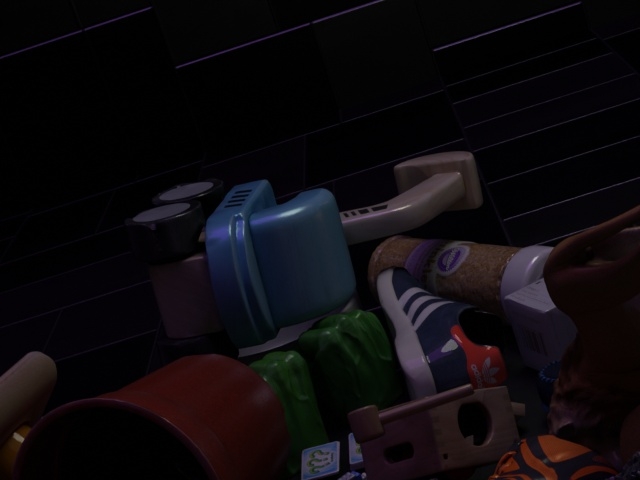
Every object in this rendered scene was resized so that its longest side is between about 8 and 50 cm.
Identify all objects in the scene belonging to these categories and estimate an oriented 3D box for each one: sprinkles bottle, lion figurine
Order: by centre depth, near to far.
[{"bbox_3d":[0.314,0.081,1.556,0.240,0.392,0.142,-12,36,20],"label":"lion figurine"},{"bbox_3d":[0.218,0.061,2.169,0.121,0.121,0.355,-29,19,-31],"label":"sprinkles bottle"}]

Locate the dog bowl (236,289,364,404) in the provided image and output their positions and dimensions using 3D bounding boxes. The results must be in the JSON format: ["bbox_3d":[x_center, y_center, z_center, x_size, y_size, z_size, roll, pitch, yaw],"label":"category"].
[{"bbox_3d":[-0.057,0.158,2.187,0.265,0.104,0.265,-17,17,5],"label":"dog bowl"}]

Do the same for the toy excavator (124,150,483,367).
[{"bbox_3d":[0.000,0.000,2.098,0.445,0.222,0.433,-10,13,10],"label":"toy excavator"}]

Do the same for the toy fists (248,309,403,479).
[{"bbox_3d":[-0.012,0.190,1.973,0.279,0.142,0.096,-31,20,-35],"label":"toy fists"}]

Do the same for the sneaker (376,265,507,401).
[{"bbox_3d":[0.169,0.124,2.032,0.148,0.131,0.350,-17,25,1],"label":"sneaker"}]

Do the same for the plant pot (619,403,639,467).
[{"bbox_3d":[0.426,0.187,1.432,0.254,0.237,0.237,-26,9,37],"label":"plant pot"}]

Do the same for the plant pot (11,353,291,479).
[{"bbox_3d":[-0.174,0.266,1.750,0.272,0.272,0.265,-11,11,24],"label":"plant pot"}]

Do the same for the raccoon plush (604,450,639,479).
[{"bbox_3d":[0.298,0.225,1.306,0.446,0.216,0.299,-50,27,-17],"label":"raccoon plush"}]

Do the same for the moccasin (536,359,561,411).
[{"bbox_3d":[0.409,0.133,1.737,0.342,0.117,0.138,-9,19,30],"label":"moccasin"}]

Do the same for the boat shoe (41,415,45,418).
[{"bbox_3d":[-0.306,0.314,2.013,0.094,0.109,0.302,-10,21,-26],"label":"boat shoe"}]

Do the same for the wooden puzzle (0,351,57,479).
[{"bbox_3d":[-0.414,0.339,1.731,0.080,0.348,0.322,27,31,10],"label":"wooden puzzle"}]

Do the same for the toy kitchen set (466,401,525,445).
[{"bbox_3d":[0.196,0.236,1.813,0.083,0.075,0.068,10,-30,-12],"label":"toy kitchen set"}]

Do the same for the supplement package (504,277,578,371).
[{"bbox_3d":[0.350,0.092,1.951,0.179,0.105,0.105,-25,17,-19],"label":"supplement package"}]

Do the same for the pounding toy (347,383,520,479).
[{"bbox_3d":[0.118,0.219,1.622,0.206,0.094,0.181,-3,-15,-39],"label":"pounding toy"}]

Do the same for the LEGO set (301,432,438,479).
[{"bbox_3d":[0.053,0.273,1.773,0.182,0.060,0.244,-16,21,8],"label":"LEGO set"}]

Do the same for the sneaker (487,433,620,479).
[{"bbox_3d":[0.165,0.290,1.549,0.321,0.125,0.180,-5,15,8],"label":"sneaker"}]
